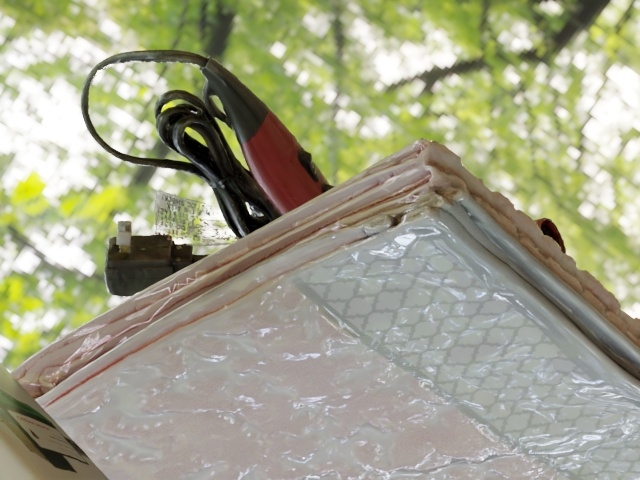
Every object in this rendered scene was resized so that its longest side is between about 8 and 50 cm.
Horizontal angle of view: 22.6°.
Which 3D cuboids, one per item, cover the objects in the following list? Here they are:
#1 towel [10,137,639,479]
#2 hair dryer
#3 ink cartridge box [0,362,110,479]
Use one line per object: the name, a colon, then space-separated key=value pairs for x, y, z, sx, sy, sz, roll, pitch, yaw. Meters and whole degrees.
towel: x=0.032 y=0.103 z=0.926 sx=0.332 sy=0.317 sz=0.053 roll=36 pitch=-143 yaw=-39
hair dryer: x=0.000 y=0.000 z=0.954 sx=0.293 sy=0.223 sz=0.080 roll=9 pitch=-124 yaw=-1
ink cartridge box: x=-0.166 y=0.151 z=0.698 sx=0.219 sy=0.160 sz=0.092 roll=39 pitch=179 yaw=34
